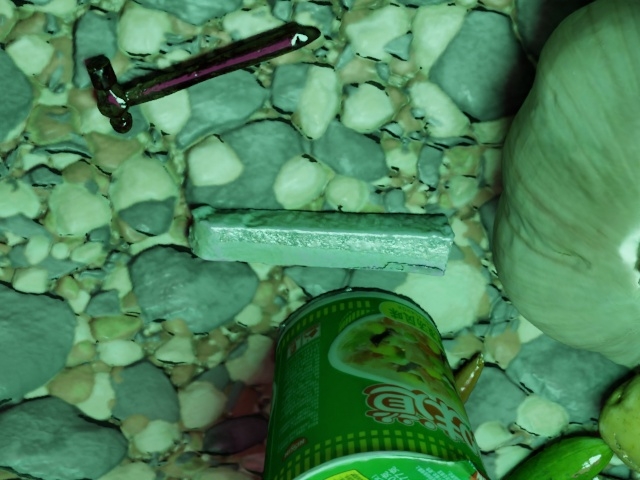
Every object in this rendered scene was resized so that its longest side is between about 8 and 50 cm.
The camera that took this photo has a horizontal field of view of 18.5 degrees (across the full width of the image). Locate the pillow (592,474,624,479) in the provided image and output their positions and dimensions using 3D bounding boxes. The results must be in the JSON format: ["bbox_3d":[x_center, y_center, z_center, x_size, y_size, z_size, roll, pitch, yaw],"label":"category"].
[{"bbox_3d":[0.315,0.272,1.787,0.203,0.038,0.113,15,126,-12],"label":"pillow"}]

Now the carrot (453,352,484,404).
[{"bbox_3d":[0.083,0.177,1.704,0.048,0.048,0.216,23,119,-19],"label":"carrot"}]

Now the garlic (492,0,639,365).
[{"bbox_3d":[0.276,-0.040,1.440,0.322,0.241,0.322,-15,143,-12],"label":"garlic"}]

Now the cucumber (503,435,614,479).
[{"bbox_3d":[0.168,0.247,1.752,0.056,0.056,0.250,30,119,-23],"label":"cucumber"}]

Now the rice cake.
[{"bbox_3d":[0.000,0.000,1.564,0.211,0.034,0.043,3,125,-4],"label":"rice cake"}]

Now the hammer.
[{"bbox_3d":[-0.086,-0.131,1.467,0.178,0.021,0.065,-18,126,10],"label":"hammer"}]

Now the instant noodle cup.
[{"bbox_3d":[0.043,0.164,1.569,0.207,0.233,0.207,-2,127,-2],"label":"instant noodle cup"}]

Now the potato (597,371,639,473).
[{"bbox_3d":[0.319,0.166,1.680,0.170,0.080,0.107,28,110,-20],"label":"potato"}]
